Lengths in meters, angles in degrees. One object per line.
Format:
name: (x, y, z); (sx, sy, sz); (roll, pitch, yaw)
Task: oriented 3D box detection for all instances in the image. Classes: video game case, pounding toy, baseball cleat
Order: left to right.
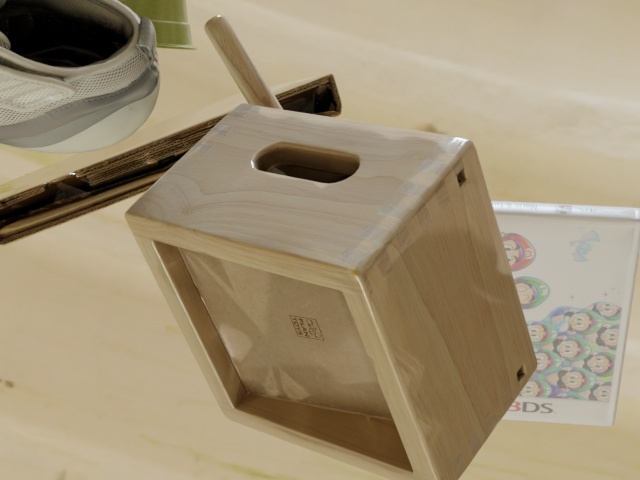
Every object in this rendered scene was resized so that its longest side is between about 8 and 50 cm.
baseball cleat: (-0.160, -0.067, 0.464); (0.109, 0.205, 0.072); (111, 151, -73)
pounding toy: (0.000, 0.000, 0.501); (0.100, 0.141, 0.130); (-47, -47, -31)
video game case: (0.114, 0.046, 0.805); (0.019, 0.143, 0.157); (-78, -11, -56)

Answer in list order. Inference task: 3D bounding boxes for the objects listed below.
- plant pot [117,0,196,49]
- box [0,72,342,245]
plant pot: (-0.132, -0.184, 0.987); (0.083, 0.083, 0.079); (-11, -74, -59)
box: (-0.089, -0.042, 0.662); (0.164, 0.201, 0.021); (-23, -81, -12)
